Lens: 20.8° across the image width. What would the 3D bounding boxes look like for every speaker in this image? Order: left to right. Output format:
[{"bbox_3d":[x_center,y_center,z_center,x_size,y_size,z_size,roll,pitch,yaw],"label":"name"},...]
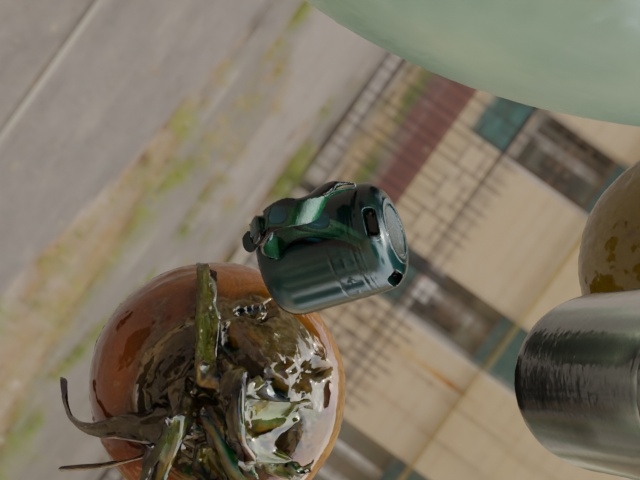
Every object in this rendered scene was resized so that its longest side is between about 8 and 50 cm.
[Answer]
[{"bbox_3d":[-0.001,-0.005,0.921,0.075,0.094,0.060,-17,-132,16],"label":"speaker"}]

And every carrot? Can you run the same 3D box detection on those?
[{"bbox_3d":[-0.084,0.111,1.325,0.331,0.214,0.193,-179,-70,-79],"label":"carrot"}]

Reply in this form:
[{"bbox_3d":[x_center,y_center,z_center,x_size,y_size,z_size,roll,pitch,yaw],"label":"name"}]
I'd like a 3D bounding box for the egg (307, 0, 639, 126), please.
[{"bbox_3d":[0.140,-0.173,0.408,0.389,0.276,0.276,-25,170,-11],"label":"egg"}]

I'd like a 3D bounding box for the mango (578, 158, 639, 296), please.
[{"bbox_3d":[0.278,0.029,1.084,0.332,0.142,0.195,24,-81,65],"label":"mango"}]

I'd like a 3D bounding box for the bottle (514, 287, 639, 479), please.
[{"bbox_3d":[0.140,0.048,0.667,0.254,0.079,0.096,158,-67,-82],"label":"bottle"}]
